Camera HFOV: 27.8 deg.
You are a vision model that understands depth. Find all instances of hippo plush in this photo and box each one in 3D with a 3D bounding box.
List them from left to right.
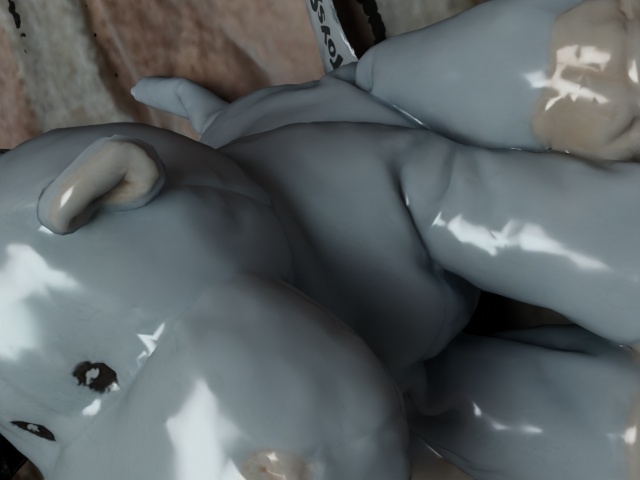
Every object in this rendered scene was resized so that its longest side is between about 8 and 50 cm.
[{"bbox_3d":[0.000,0.000,0.438,0.234,0.236,0.294,-40,75,32],"label":"hippo plush"}]

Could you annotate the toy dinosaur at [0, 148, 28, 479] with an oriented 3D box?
[{"bbox_3d":[-0.153,0.076,0.532,0.164,0.322,0.218,-13,116,27],"label":"toy dinosaur"}]
